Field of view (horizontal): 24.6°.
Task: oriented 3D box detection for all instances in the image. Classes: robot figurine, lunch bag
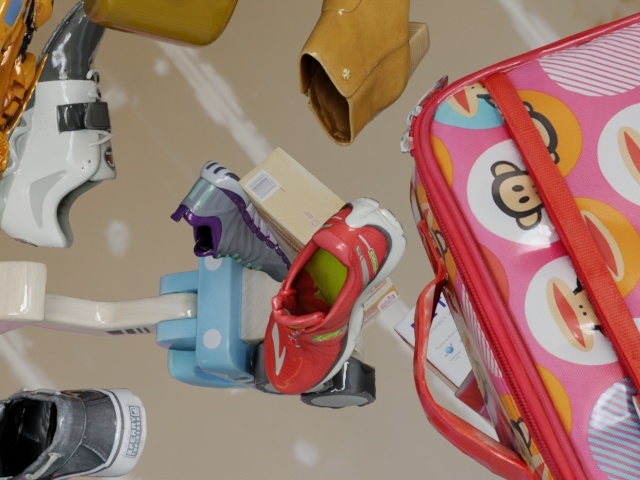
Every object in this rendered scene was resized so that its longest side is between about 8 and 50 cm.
[{"bbox_3d":[-0.297,-0.215,1.404,0.211,0.085,0.291,102,-174,-71],"label":"robot figurine"},{"bbox_3d":[0.168,0.031,0.784,0.258,0.293,0.120,-19,-24,-9],"label":"lunch bag"}]

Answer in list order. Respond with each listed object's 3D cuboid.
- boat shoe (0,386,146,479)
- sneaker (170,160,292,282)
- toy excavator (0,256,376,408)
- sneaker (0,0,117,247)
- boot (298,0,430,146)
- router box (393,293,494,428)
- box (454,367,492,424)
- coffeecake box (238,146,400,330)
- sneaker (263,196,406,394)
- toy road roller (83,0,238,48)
[{"bbox_3d":[-0.281,0.190,1.361,0.102,0.108,0.301,11,-17,-36],"label":"boat shoe"},{"bbox_3d":[-0.112,0.000,1.824,0.098,0.224,0.083,-48,46,-13],"label":"sneaker"},{"bbox_3d":[-0.190,0.110,2.013,0.445,0.222,0.433,-9,-19,24],"label":"toy excavator"},{"bbox_3d":[-0.312,-0.145,1.887,0.122,0.146,0.331,-33,-35,-80],"label":"sneaker"},{"bbox_3d":[0.035,-0.274,1.683,0.104,0.295,0.211,4,37,34],"label":"boot"},{"bbox_3d":[0.296,0.078,1.567,0.335,0.301,0.082,-45,-40,-5],"label":"router box"},{"bbox_3d":[0.227,0.124,0.992,0.128,0.257,0.122,-56,42,-1],"label":"box"},{"bbox_3d":[0.000,0.000,1.703,0.068,0.142,0.185,-42,-41,-8],"label":"coffeecake box"},{"bbox_3d":[-0.015,0.068,1.547,0.118,0.107,0.279,-31,-26,-45],"label":"sneaker"},{"bbox_3d":[-0.131,-0.302,1.490,0.329,0.202,0.241,-129,53,-60],"label":"toy road roller"}]
